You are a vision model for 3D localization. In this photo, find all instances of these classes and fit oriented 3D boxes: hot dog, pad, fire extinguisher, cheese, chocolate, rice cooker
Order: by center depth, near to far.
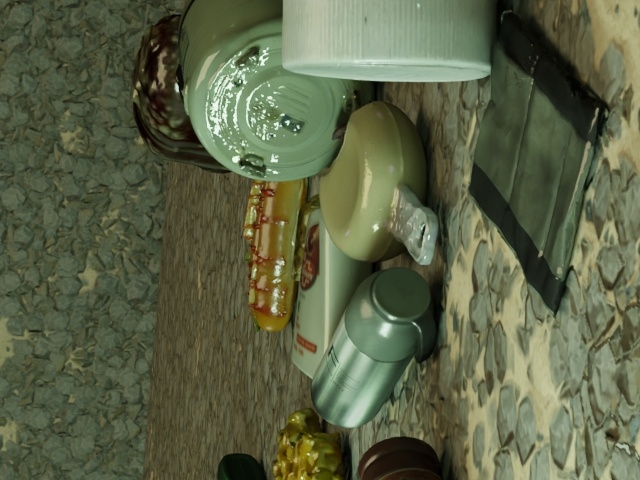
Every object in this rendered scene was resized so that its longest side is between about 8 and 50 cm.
[{"bbox_3d":[0.163,-0.064,1.363,0.233,0.022,0.174,-112,28,-63],"label":"pad"},{"bbox_3d":[0.088,0.265,1.484,0.252,0.075,0.106,-101,19,-52],"label":"fire extinguisher"},{"bbox_3d":[0.062,-0.025,1.715,0.248,0.071,0.163,-107,28,-48],"label":"cheese"},{"bbox_3d":[-0.054,-0.197,1.991,0.244,0.226,0.226,-108,24,-53],"label":"rice cooker"},{"bbox_3d":[-0.064,-0.005,2.319,0.104,0.076,0.250,-126,39,-74],"label":"hot dog"},{"bbox_3d":[-0.183,-0.230,2.639,0.340,0.210,0.225,127,143,-70],"label":"chocolate"}]

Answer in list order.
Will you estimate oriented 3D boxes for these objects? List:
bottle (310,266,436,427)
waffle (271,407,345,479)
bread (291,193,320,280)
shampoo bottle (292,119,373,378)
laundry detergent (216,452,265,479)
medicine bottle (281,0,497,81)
[{"bbox_3d":[0.054,0.111,1.711,0.096,0.079,0.253,49,152,15],"label":"bottle"},{"bbox_3d":[-0.012,0.301,2.013,0.253,0.056,0.249,113,158,-63],"label":"waffle"},{"bbox_3d":[0.000,0.000,2.049,0.066,0.060,0.110,-24,-57,-69],"label":"bread"},{"bbox_3d":[0.020,0.010,1.904,0.153,0.071,0.284,-157,69,-76],"label":"shampoo bottle"},{"bbox_3d":[-0.120,0.419,2.484,0.137,0.063,0.210,-123,37,-60],"label":"laundry detergent"},{"bbox_3d":[0.066,-0.299,1.490,0.190,0.190,0.332,172,102,-78],"label":"medicine bottle"}]
